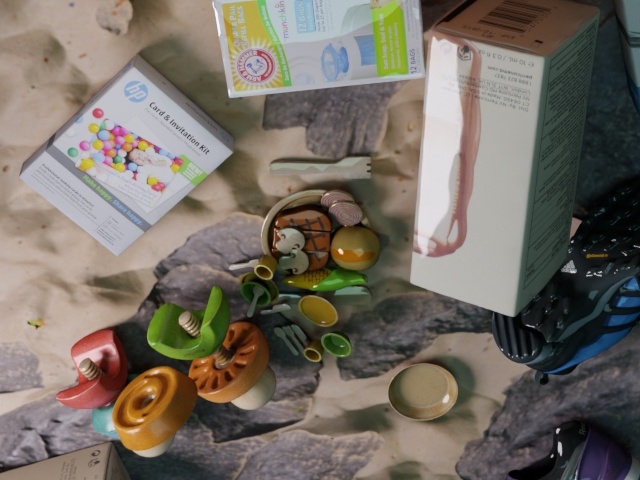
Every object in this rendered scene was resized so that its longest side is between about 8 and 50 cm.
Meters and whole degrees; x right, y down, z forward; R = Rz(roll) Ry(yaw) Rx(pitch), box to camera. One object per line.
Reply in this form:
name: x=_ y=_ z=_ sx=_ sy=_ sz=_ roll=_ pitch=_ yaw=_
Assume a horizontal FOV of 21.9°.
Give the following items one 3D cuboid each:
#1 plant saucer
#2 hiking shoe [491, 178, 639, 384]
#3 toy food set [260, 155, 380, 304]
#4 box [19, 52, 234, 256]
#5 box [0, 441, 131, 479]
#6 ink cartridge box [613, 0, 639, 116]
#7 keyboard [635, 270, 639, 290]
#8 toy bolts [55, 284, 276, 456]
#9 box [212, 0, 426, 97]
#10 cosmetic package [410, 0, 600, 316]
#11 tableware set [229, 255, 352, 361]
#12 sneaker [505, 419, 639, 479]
plant saucer: x=0.120 y=0.175 z=1.952 sx=0.083 sy=0.015 sz=0.083 roll=0 pitch=121 yaw=0
hiking shoe: x=0.330 y=0.036 z=1.840 sx=0.304 sy=0.113 sz=0.132 roll=-37 pitch=145 yaw=13
toy food set: x=0.000 y=0.000 z=1.832 sx=0.132 sy=0.038 sz=0.192 roll=-2 pitch=121 yaw=0
box: x=-0.207 y=-0.089 z=1.777 sx=0.186 sy=0.038 sz=0.145 roll=-40 pitch=114 yaw=20
box: x=-0.375 y=0.368 z=2.000 sx=0.311 sy=0.121 sz=0.148 roll=-15 pitch=120 yaw=8
ink cartridge box: x=0.372 y=-0.231 z=1.675 sx=0.140 sy=0.082 sz=0.190 roll=-13 pitch=122 yaw=7
keyboard: x=0.448 y=0.082 z=1.828 sx=0.317 sy=0.033 sz=0.201 roll=26 pitch=112 yaw=-40
toy bolts: x=-0.172 y=0.190 z=1.865 sx=0.229 sy=0.218 sz=0.158 roll=-17 pitch=128 yaw=31
box: x=-0.001 y=-0.223 z=1.661 sx=0.203 sy=0.103 sz=0.114 roll=-5 pitch=120 yaw=2
cosmetic package: x=0.186 y=-0.094 z=1.697 sx=0.129 sy=0.153 sz=0.296 roll=17 pitch=123 yaw=23
tableware set: x=-0.033 y=0.080 z=1.863 sx=0.104 sy=0.024 sz=0.154 roll=-12 pitch=124 yaw=37
sneaker: x=0.251 y=0.340 z=1.996 sx=0.124 sy=0.107 sz=0.283 roll=37 pitch=94 yaw=-9
